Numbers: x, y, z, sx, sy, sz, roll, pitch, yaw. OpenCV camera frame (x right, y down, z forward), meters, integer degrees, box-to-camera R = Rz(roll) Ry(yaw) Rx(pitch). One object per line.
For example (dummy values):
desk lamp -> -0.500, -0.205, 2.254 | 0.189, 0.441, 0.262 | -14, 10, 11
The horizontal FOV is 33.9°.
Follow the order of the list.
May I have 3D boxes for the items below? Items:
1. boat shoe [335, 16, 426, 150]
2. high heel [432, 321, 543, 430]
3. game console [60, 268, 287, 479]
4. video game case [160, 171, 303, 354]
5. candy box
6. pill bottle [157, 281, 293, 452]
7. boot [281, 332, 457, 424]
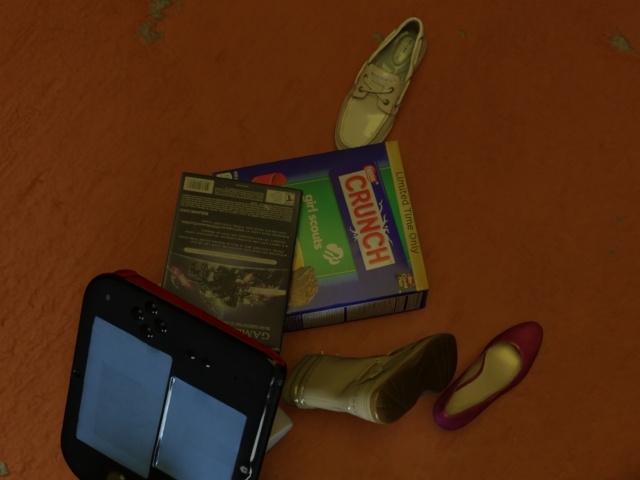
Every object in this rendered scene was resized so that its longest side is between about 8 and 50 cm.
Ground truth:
boat shoe -> 0.103, -0.273, 1.833 | 0.098, 0.096, 0.277 | 24, 76, 7
high heel -> 0.272, 0.210, 1.679 | 0.244, 0.117, 0.082 | -37, 76, -9
game console -> -0.232, 0.260, 1.558 | 0.342, 0.060, 0.386 | 28, 119, 24
video game case -> -0.141, 0.032, 1.634 | 0.196, 0.026, 0.274 | 9, 68, -3
candy box -> 0.000, 0.000, 1.742 | 0.317, 0.122, 0.268 | -10, 73, -3
pill bottle -> -0.187, 0.219, 1.656 | 0.169, 0.169, 0.301 | -42, 77, -10
boot -> 0.084, 0.211, 1.683 | 0.204, 0.262, 0.095 | 0, 108, 38
